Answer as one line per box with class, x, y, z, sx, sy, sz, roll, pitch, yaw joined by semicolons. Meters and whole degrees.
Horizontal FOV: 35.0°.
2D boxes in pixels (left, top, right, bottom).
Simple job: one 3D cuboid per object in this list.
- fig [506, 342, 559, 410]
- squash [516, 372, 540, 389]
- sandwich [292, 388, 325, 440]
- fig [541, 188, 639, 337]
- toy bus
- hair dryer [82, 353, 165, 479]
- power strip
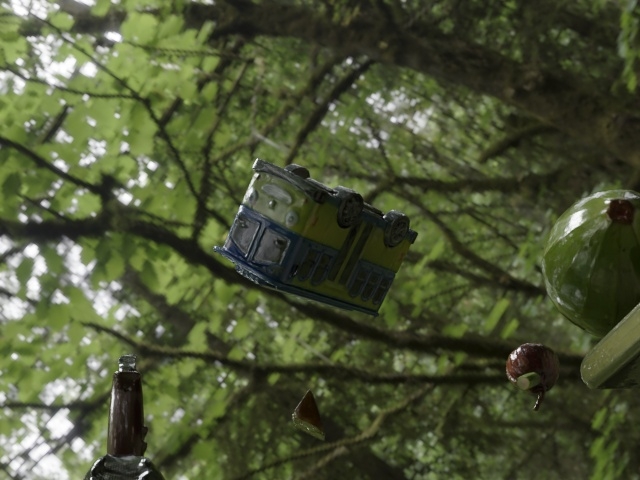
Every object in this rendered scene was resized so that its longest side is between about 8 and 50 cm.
fig;0.493;0.306;2.369;0.150;0.128;0.128;-51;-21;-54
squash;0.391;0.261;1.889;0.083;0.027;0.027;-2;-60;-61
sandwich;-0.021;0.271;1.560;0.044;0.083;0.031;-12;-44;-11
fig;0.591;0.032;2.034;0.316;0.316;0.316;-41;-31;-31
toy bus;0.000;0.000;1.476;0.288;0.138;0.175;21;-84;-54
hair dryer;-0.259;0.310;1.358;0.123;0.340;0.312;0;-46;-9
power strip;0.427;0.078;1.192;0.092;0.066;0.387;-1;-31;-17
